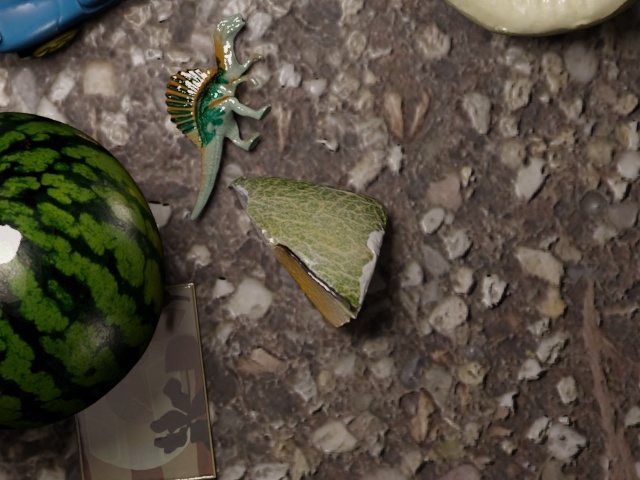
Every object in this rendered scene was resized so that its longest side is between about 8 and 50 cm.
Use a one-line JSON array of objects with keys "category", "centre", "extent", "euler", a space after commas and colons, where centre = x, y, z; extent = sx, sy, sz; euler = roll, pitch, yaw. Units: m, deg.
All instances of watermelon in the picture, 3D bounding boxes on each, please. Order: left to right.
[{"category": "watermelon", "centre": [-0.279, 0.027, 1.259], "extent": [0.285, 0.285, 0.285], "euler": [0, 95, -1]}]

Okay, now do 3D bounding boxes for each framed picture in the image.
[{"category": "framed picture", "centre": [-0.183, 0.148, 1.407], "extent": [0.136, 0.010, 0.201], "euler": [-6, 94, -1]}]

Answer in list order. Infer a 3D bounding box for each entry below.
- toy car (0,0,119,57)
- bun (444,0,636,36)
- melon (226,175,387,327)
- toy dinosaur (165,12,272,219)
[{"category": "toy car", "centre": [-0.222, -0.305, 1.294], "extent": [0.314, 0.166, 0.198], "euler": [-28, 98, 1]}, {"category": "bun", "centre": [0.205, -0.330, 1.306], "extent": [0.287, 0.146, 0.287], "euler": [2, 98, 14]}, {"category": "melon", "centre": [0.003, -0.004, 1.371], "extent": [0.139, 0.093, 0.202], "euler": [-31, 64, -24]}, {"category": "toy dinosaur", "centre": [-0.109, -0.126, 1.373], "extent": [0.106, 0.044, 0.187], "euler": [39, 106, 9]}]
